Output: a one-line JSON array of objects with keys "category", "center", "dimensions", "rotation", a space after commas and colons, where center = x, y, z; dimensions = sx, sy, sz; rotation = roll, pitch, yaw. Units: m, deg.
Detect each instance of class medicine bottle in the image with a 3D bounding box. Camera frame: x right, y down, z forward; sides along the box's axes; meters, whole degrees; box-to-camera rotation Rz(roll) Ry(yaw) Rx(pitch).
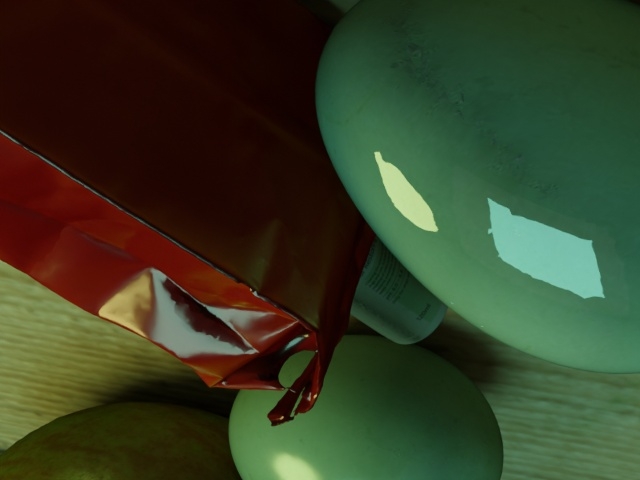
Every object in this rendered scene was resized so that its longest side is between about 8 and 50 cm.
[{"category": "medicine bottle", "center": [0.000, 0.000, 1.163], "dimensions": [0.057, 0.058, 0.199], "rotation": [-15, 143, 39]}]

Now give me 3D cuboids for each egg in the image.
[{"category": "egg", "center": [0.119, -0.038, 0.957], "dimensions": [0.264, 0.183, 0.183], "rotation": [30, 145, -11]}, {"category": "egg", "center": [0.030, 0.139, 1.297], "dimensions": [0.192, 0.149, 0.149], "rotation": [10, 148, 13]}]

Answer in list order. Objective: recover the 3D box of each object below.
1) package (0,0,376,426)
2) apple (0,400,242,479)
[{"category": "package", "center": [-0.117, -0.075, 0.975], "dimensions": [0.423, 0.196, 0.123], "rotation": [35, 143, -25]}, {"category": "apple", "center": [-0.138, 0.286, 1.429], "dimensions": [0.339, 0.339, 0.339], "rotation": [11, 148, 7]}]
